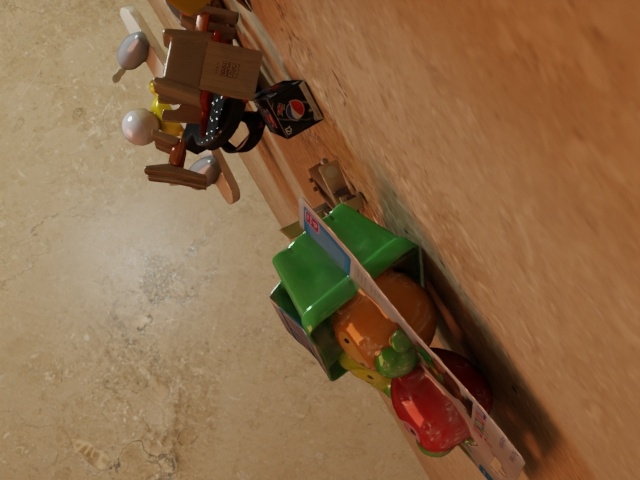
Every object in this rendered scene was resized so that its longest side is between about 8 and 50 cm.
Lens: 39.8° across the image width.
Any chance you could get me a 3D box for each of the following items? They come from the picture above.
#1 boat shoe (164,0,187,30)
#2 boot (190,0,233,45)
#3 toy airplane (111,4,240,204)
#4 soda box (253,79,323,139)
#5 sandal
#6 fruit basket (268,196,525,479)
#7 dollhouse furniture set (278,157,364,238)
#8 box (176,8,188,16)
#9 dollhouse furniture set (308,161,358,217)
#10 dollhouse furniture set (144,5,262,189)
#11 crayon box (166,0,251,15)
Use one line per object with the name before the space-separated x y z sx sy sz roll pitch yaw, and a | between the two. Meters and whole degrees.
boat shoe | -0.266 -0.458 1.700 0.083 0.065 0.183 55 173 41
boot | -0.177 -0.346 1.470 0.059 0.084 0.158 19 137 8
toy airplane | -0.327 -0.301 2.018 0.386 0.272 0.384 57 173 39
soda box | -0.046 -0.174 1.161 0.060 0.053 0.169 61 176 -14
sandal | -0.161 -0.228 1.597 0.107 0.167 0.446 21 179 -16
fruit basket | 0.090 0.144 1.007 0.353 0.165 0.327 55 173 22
dollhouse furniture set | -0.013 -0.057 1.165 0.091 0.114 0.081 -162 47 -86
box | -0.255 -0.475 1.413 0.201 0.057 0.293 54 174 14
dollhouse furniture set | 0.000 0.000 1.286 0.151 0.123 0.144 64 174 -32
dollhouse furniture set | -0.165 -0.215 1.289 0.259 0.135 0.262 146 134 -81
crayon box | -0.234 -0.424 1.133 0.323 0.083 0.203 59 -167 15
